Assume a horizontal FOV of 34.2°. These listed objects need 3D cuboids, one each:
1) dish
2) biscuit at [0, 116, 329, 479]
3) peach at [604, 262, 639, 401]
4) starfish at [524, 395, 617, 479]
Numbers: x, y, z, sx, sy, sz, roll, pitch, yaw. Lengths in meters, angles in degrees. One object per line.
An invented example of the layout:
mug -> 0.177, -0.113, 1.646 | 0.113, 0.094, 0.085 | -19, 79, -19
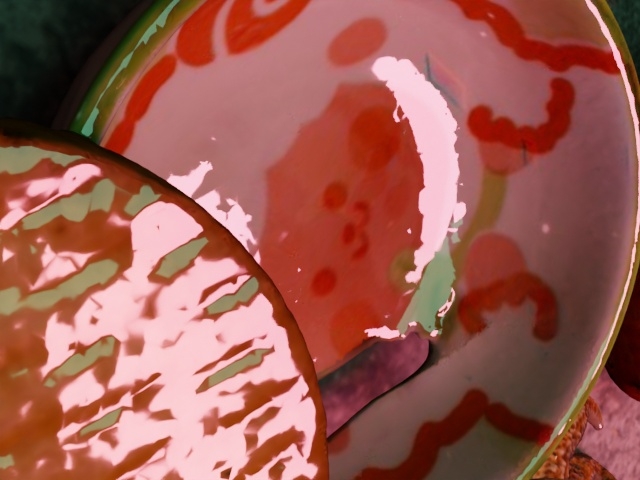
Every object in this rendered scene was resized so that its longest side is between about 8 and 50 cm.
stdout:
dish -> 0.000, 0.000, 0.495 | 0.324, 0.124, 0.324 | -12, 113, -30
biscuit -> -0.140, 0.110, 0.342 | 0.318, 0.040, 0.318 | -12, 114, -28
peach -> 0.252, -0.015, 0.649 | 0.154, 0.159, 0.267 | 7, 106, -38
starfish -> 0.131, 0.184, 0.629 | 0.238, 0.071, 0.216 | -61, 147, -46
